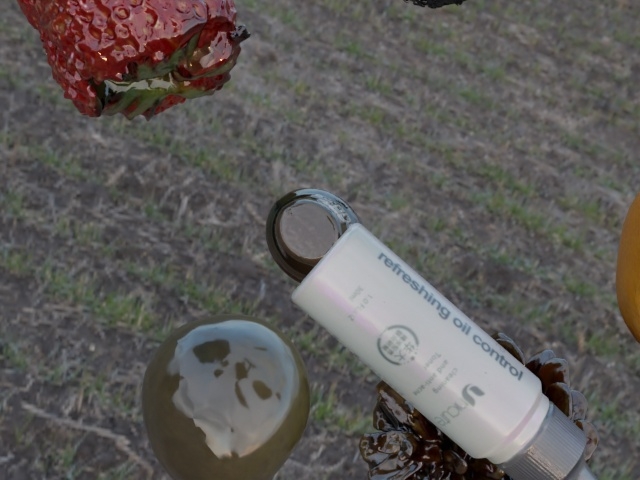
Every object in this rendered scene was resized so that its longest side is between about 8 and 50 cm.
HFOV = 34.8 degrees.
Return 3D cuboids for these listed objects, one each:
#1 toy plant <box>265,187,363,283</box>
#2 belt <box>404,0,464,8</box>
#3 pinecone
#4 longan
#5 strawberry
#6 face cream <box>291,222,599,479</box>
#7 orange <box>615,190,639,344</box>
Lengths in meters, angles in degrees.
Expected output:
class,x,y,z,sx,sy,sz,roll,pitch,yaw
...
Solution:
class,x,y,z,sx,sy,sz,roll,pitch,yaw
toy plant,0.000,0.000,1.166,0.143,0.105,0.200,42,2,7
belt,0.083,-0.210,0.492,0.078,0.198,0.151,28,17,-41
pinecone,0.253,0.331,1.700,0.398,0.397,0.397,12,37,-9
longan,-0.134,0.232,1.456,0.258,0.258,0.258,12,37,-9
strawberry,-0.238,-0.277,1.275,0.261,0.261,0.257,-13,76,-37
face cream,0.118,0.118,0.874,0.311,0.092,0.092,42,38,0
orange,0.418,0.032,0.988,0.261,0.261,0.261,12,37,-9
